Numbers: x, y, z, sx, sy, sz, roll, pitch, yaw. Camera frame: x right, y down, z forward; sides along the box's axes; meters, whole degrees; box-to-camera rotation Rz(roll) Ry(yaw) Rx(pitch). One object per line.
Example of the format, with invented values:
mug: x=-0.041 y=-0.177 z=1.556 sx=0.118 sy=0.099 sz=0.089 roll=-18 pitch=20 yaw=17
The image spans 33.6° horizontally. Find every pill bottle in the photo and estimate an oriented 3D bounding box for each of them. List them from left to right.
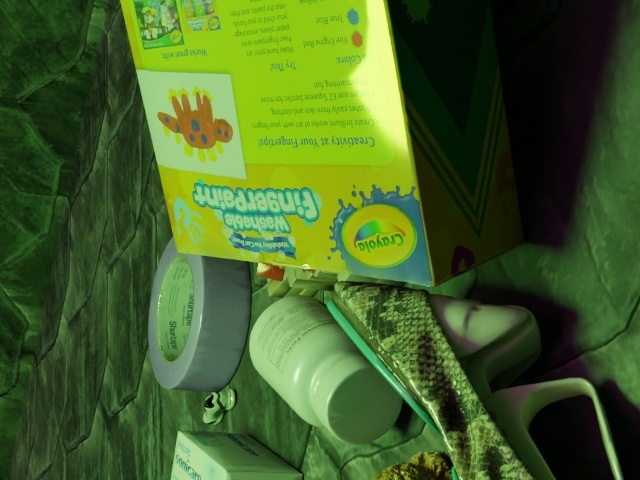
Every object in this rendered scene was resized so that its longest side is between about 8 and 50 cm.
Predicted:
pill bottle: x=0.007 y=0.163 z=1.342 sx=0.229 sy=0.131 sz=0.131 roll=34 pitch=113 yaw=61

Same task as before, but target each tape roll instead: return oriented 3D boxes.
tape roll: x=-0.215 y=0.124 z=1.844 sx=0.275 sy=0.090 sz=0.275 roll=-29 pitch=57 yaw=58

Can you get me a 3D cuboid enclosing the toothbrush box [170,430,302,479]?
toothbrush box: x=-0.145 y=0.454 z=1.577 sx=0.216 sy=0.126 sz=0.296 roll=16 pitch=96 yaw=63

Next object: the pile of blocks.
pile of blocks: x=0.000 y=0.000 z=1.422 sx=0.362 sy=0.112 sz=0.149 roll=-11 pitch=73 yaw=62

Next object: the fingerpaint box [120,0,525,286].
fingerpaint box: x=-0.013 y=-0.163 z=1.187 sx=0.444 sy=0.163 sz=0.371 roll=5 pitch=111 yaw=48

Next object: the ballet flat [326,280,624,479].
ballet flat: x=0.173 y=0.174 z=1.005 sx=0.182 sy=0.164 sz=0.483 roll=-38 pitch=45 yaw=9

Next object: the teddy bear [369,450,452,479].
teddy bear: x=0.117 y=0.366 z=1.095 sx=0.245 sy=0.113 sz=0.338 roll=-54 pitch=38 yaw=41

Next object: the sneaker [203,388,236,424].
sneaker: x=-0.181 y=0.279 z=1.786 sx=0.109 sy=0.043 sz=0.040 roll=-53 pitch=41 yaw=48
